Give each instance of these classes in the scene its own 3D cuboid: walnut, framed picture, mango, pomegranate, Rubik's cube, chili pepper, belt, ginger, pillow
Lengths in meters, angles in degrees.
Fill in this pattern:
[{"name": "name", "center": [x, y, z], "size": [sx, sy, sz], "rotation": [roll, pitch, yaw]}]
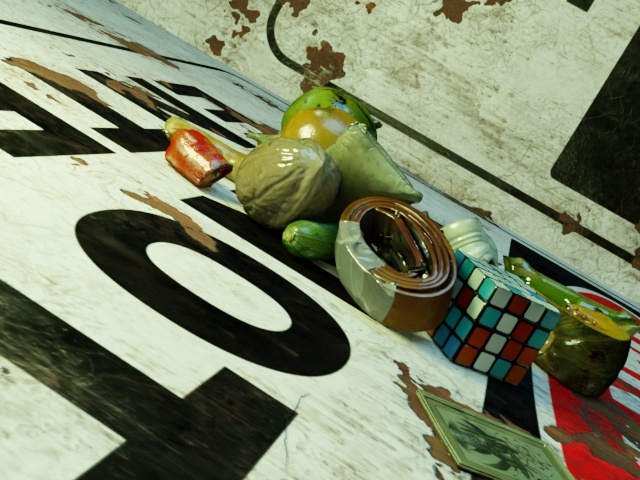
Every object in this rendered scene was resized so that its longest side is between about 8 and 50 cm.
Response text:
[{"name": "walnut", "center": [-0.057, -0.104, 1.484], "size": [0.178, 0.178, 0.230], "rotation": [23, -22, -25]}, {"name": "framed picture", "center": [0.242, 0.276, 1.082], "size": [0.231, 0.010, 0.173], "rotation": [24, 14, -20]}, {"name": "mango", "center": [0.042, -0.139, 1.757], "size": [0.317, 0.211, 0.173], "rotation": [55, -34, -10]}, {"name": "pomegranate", "center": [-0.015, -0.257, 2.101], "size": [0.340, 0.260, 0.260], "rotation": [-9, 26, -16]}, {"name": "Rubik's cube", "center": [0.283, 0.130, 1.421], "size": [0.155, 0.151, 0.154], "rotation": [22, 14, -27]}, {"name": "chili pepper", "center": [-0.248, -0.168, 1.572], "size": [0.192, 0.084, 0.086], "rotation": [41, 1, 27]}, {"name": "belt", "center": [0.121, 0.033, 1.392], "size": [0.184, 0.105, 0.261], "rotation": [-7, 43, -14]}, {"name": "ginger", "center": [-0.204, -0.172, 1.723], "size": [0.298, 0.065, 0.118], "rotation": [29, 6, 12]}, {"name": "pillow", "center": [0.058, -0.096, 1.563], "size": [0.185, 0.075, 0.302], "rotation": [48, -32, -4]}]

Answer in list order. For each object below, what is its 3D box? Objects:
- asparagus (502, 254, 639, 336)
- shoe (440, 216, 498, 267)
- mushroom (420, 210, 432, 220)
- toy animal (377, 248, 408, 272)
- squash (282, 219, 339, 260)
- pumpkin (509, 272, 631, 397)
[{"name": "asparagus", "center": [0.523, 0.131, 1.785], "size": [0.343, 0.082, 0.085], "rotation": [31, 42, 30]}, {"name": "shoe", "center": [0.345, 0.071, 1.841], "size": [0.316, 0.124, 0.159], "rotation": [46, 23, -60]}, {"name": "mushroom", "center": [0.207, 0.008, 1.807], "size": [0.117, 0.141, 0.188], "rotation": [-3, 4, 13]}, {"name": "toy animal", "center": [0.182, 0.012, 1.573], "size": [0.125, 0.127, 0.251], "rotation": [29, -3, -24]}, {"name": "squash", "center": [0.000, 0.000, 1.486], "size": [0.077, 0.068, 0.219], "rotation": [26, 11, 20]}, {"name": "pumpkin", "center": [0.476, 0.180, 1.659], "size": [0.280, 0.139, 0.190], "rotation": [38, 19, 23]}]
